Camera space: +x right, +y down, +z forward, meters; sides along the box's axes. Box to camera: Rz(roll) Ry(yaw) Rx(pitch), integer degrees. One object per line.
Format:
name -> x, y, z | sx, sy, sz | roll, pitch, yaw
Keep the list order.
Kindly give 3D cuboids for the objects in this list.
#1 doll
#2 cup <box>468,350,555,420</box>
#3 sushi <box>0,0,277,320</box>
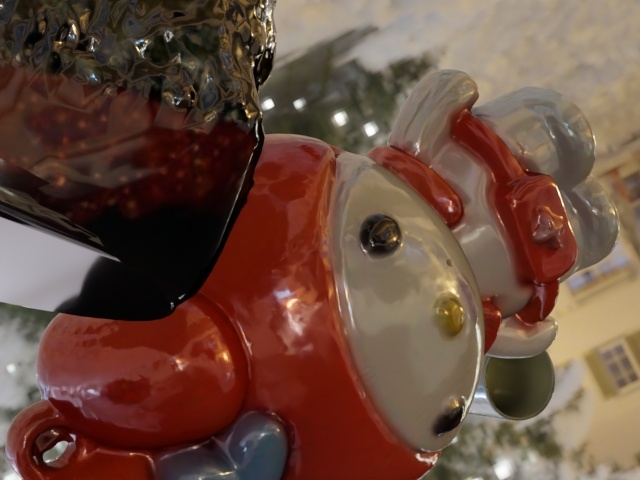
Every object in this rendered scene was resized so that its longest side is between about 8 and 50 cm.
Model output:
doll -> -0.006, 0.036, 0.568 | 0.290, 0.161, 0.130 | -30, -156, -23
cup -> 0.116, 0.084, 0.959 | 0.083, 0.054, 0.075 | -11, -126, 65
sushi -> -0.123, -0.063, 0.427 | 0.225, 0.126, 0.136 | 14, 159, 1
